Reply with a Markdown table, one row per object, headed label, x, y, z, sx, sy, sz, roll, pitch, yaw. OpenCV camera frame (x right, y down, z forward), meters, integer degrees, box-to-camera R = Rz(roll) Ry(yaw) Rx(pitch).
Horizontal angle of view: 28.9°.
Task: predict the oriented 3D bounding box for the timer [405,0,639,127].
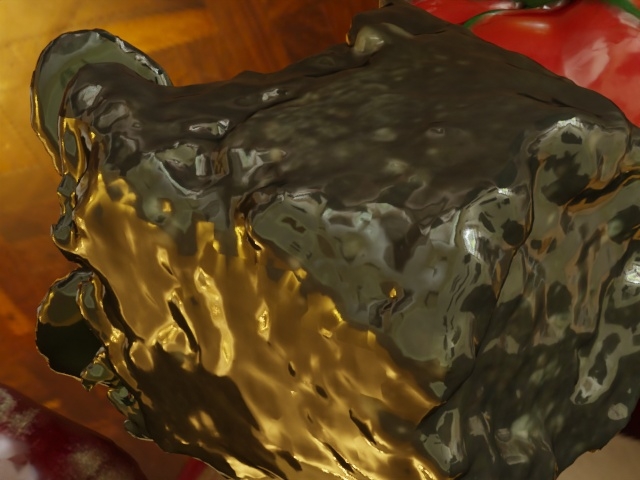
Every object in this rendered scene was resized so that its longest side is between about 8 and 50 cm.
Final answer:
| label | x | y | z | sx | sy | sz | roll | pitch | yaw |
| --- | --- | --- | --- | --- | --- | --- | --- | --- | --- |
| timer | 0.228 | -0.121 | 1.074 | 0.378 | 0.378 | 0.279 | -11 | 121 | 15 |

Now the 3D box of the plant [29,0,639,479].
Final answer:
| label | x | y | z | sx | sy | sz | roll | pitch | yaw |
| --- | --- | --- | --- | --- | --- | --- | --- | --- | --- |
| plant | 0.000 | 0.000 | 0.541 | 0.276 | 0.188 | 0.199 | 15 | 129 | 37 |

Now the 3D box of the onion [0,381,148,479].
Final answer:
| label | x | y | z | sx | sy | sz | roll | pitch | yaw |
| --- | --- | --- | --- | --- | --- | --- | --- | --- | --- |
| onion | -0.207 | 0.202 | 0.636 | 0.272 | 0.195 | 0.272 | 5 | 113 | 12 |
